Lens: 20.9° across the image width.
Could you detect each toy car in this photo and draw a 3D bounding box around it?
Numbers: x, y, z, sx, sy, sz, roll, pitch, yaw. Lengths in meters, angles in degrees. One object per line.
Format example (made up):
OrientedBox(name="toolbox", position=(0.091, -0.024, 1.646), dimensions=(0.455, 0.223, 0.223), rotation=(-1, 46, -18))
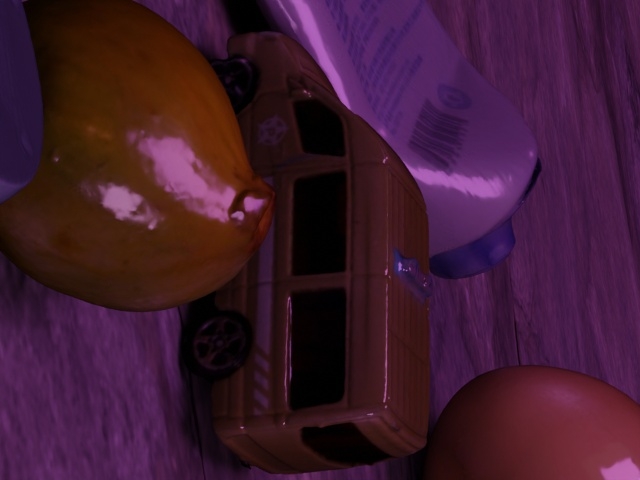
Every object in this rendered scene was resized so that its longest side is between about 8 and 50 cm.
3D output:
OrientedBox(name="toy car", position=(0.000, 0.000, 0.984), dimensions=(0.101, 0.124, 0.256), rotation=(46, 41, -59))

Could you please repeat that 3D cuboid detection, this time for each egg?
OrientedBox(name="egg", position=(0.171, 0.198, 1.254), dimensions=(0.244, 0.201, 0.201), rotation=(56, 30, -26))

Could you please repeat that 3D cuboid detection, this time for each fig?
OrientedBox(name="fig", position=(-0.096, -0.038, 0.767), dimensions=(0.153, 0.121, 0.136), rotation=(49, 35, -14))

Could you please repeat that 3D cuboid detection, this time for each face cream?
OrientedBox(name="face cream", position=(0.025, -0.156, 1.160), dimensions=(0.420, 0.137, 0.235), rotation=(62, 27, -23))

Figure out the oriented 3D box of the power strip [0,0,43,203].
OrientedBox(name="power strip", position=(-0.160, -0.107, 0.645), dimensions=(0.167, 0.054, 0.253), rotation=(66, 7, -52))
